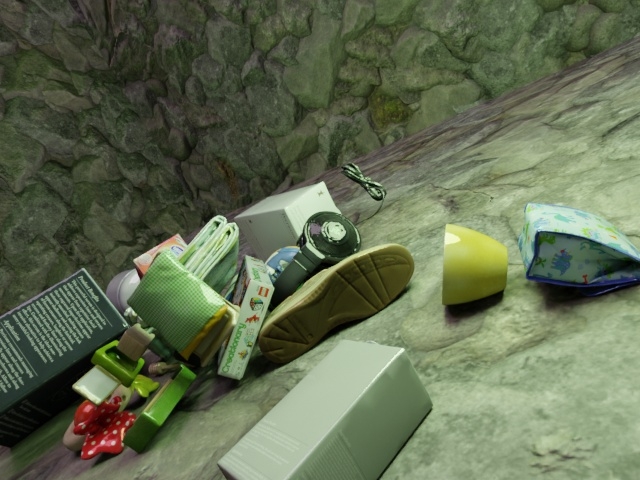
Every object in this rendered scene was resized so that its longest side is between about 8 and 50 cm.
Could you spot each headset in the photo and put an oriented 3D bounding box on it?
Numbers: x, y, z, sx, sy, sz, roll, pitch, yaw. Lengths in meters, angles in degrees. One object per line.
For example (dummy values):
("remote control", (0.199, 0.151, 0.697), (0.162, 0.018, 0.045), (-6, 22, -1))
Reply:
("headset", (0.000, 0.000, 1.079), (0.394, 0.185, 0.243), (-45, -10, -12))

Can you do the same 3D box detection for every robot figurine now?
("robot figurine", (-0.653, 0.199, 1.704), (0.353, 0.200, 0.300), (-11, 61, 50))

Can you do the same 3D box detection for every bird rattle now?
("bird rattle", (-0.461, 0.375, 1.006), (0.207, 0.143, 0.253), (-37, 25, 15))

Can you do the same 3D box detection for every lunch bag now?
("lunch bag", (0.371, 0.010, 0.668), (0.151, 0.096, 0.129), (7, 26, 13))

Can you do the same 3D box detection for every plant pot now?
("plant pot", (0.249, 0.041, 0.756), (0.095, 0.134, 0.134), (2, 25, 16))

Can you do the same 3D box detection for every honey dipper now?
("honey dipper", (-0.357, 0.306, 1.136), (0.161, 0.030, 0.030), (-16, 19, 33))

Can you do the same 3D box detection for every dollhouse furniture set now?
("dollhouse furniture set", (-0.310, 0.200, 0.855), (0.301, 0.197, 0.151), (-52, 1, 25))

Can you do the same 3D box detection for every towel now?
("towel", (-0.324, 0.131, 1.168), (0.320, 0.090, 0.374), (-51, -5, -25))

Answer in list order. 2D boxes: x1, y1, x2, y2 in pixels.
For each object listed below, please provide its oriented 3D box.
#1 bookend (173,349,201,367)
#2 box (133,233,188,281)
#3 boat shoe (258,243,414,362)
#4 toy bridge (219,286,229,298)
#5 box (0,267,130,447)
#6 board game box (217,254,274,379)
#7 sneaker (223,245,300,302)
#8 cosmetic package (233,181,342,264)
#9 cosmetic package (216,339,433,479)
("bookend", (-0.273, 0.227, 1.032), (0.157, 0.072, 0.156), (-86, 19, -66))
("box", (-0.452, 0.130, 1.440), (0.154, 0.142, 0.300), (-36, -14, -27))
("boat shoe", (0.023, 0.106, 0.926), (0.341, 0.121, 0.110), (-30, 15, -2))
("toy bridge", (-0.300, 0.176, 1.400), (0.026, 0.063, 0.188), (-11, 23, 50))
("box", (-0.713, 0.307, 1.216), (0.395, 0.212, 0.293), (-36, -14, -29))
("board game box", (-0.169, 0.151, 1.026), (0.305, 0.053, 0.193), (-148, 77, -77))
("sneaker", (-0.142, 0.121, 1.250), (0.296, 0.112, 0.131), (-30, 19, 32))
("cosmetic package", (-0.089, -0.028, 1.411), (0.156, 0.217, 0.385), (-35, 14, -25))
("cosmetic package", (0.011, 0.233, 0.565), (0.238, 0.107, 0.127), (-34, 15, -31))
